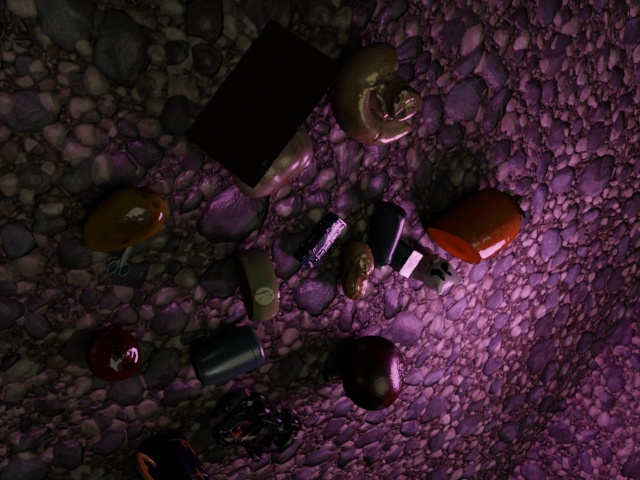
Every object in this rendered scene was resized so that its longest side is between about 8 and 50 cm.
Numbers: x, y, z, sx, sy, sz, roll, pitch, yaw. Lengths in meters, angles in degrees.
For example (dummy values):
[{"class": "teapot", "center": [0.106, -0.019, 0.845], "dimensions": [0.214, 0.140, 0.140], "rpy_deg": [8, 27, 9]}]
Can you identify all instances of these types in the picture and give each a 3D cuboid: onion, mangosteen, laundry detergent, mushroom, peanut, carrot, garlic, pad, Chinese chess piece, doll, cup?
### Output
[{"class": "onion", "center": [-0.496, 0.274, 1.612], "dimensions": [0.131, 0.131, 0.131], "rpy_deg": [-18, 126, -27]}, {"class": "mangosteen", "center": [0.136, 0.421, 2.125], "dimensions": [0.262, 0.235, 0.235], "rpy_deg": [-10, 136, 22]}, {"class": "laundry detergent", "center": [0.188, -0.005, 1.954], "dimensions": [0.061, 0.097, 0.206], "rpy_deg": [-18, 127, -47]}, {"class": "mushroom", "center": [0.126, -0.336, 1.640], "dimensions": [0.189, 0.195, 0.253], "rpy_deg": [-32, 128, -12]}, {"class": "peanut", "center": [0.108, 0.090, 1.960], "dimensions": [0.083, 0.094, 0.194], "rpy_deg": [-35, 136, -52]}, {"class": "carrot", "center": [0.517, -0.051, 2.095], "dimensions": [0.331, 0.193, 0.214], "rpy_deg": [-37, 92, -17]}, {"class": "garlic", "center": [-0.135, -0.220, 1.563], "dimensions": [0.219, 0.218, 0.212], "rpy_deg": [-36, 92, -13]}, {"class": "pad", "center": [-0.127, -0.303, 1.476], "dimensions": [0.330, 0.220, 0.004], "rpy_deg": [-52, 163, 3]}, {"class": "Chinese chess piece", "center": [-0.160, 0.112, 1.709], "dimensions": [0.083, 0.188, 0.188], "rpy_deg": [-13, 124, -15]}, {"class": "doll", "center": [0.342, 0.091, 2.081], "dimensions": [0.110, 0.181, 0.106], "rpy_deg": [-34, 119, -13]}, {"class": "cup", "center": [-0.395, 0.629, 1.809], "dimensions": [0.179, 0.256, 0.254], "rpy_deg": [-21, 128, -25]}]

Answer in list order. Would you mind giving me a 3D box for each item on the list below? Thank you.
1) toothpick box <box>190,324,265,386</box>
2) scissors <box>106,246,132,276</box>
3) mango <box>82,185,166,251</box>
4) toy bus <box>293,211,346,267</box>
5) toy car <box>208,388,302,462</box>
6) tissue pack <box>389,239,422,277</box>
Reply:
[{"class": "toothpick box", "center": [-0.254, 0.315, 1.816], "dimensions": [0.184, 0.120, 0.120], "rpy_deg": [-22, 128, -20]}, {"class": "scissors", "center": [-0.454, 0.032, 1.565], "dimensions": [0.058, 0.014, 0.119], "rpy_deg": [17, 109, -42]}, {"class": "mango", "center": [-0.433, -0.041, 1.480], "dimensions": [0.195, 0.098, 0.137], "rpy_deg": [-39, 137, -3]}, {"class": "toy bus", "center": [0.000, 0.000, 1.856], "dimensions": [0.166, 0.047, 0.065], "rpy_deg": [-51, 138, 0]}, {"class": "toy car", "center": [-0.189, 0.558, 2.015], "dimensions": [0.193, 0.118, 0.301], "rpy_deg": [-44, 135, 7]}, {"class": "tissue pack", "center": [0.244, 0.049, 2.019], "dimensions": [0.079, 0.111, 0.085], "rpy_deg": [28, 98, -44]}]
